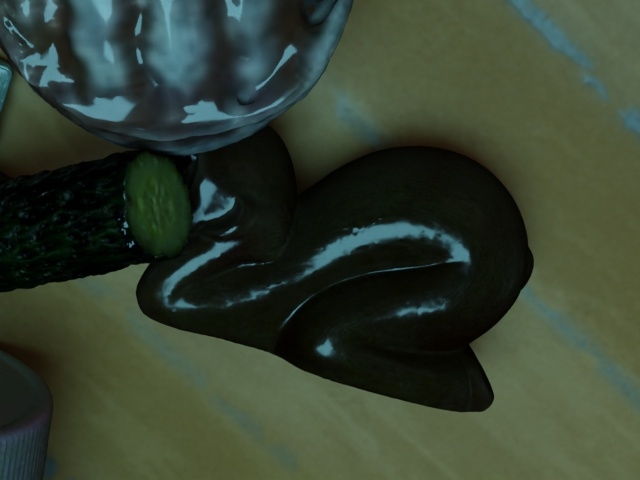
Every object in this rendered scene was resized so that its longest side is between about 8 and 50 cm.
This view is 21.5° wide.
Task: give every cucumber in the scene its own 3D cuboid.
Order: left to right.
[{"bbox_3d":[-0.208,0.006,0.957,0.293,0.067,0.068,-12,113,28],"label":"cucumber"}]

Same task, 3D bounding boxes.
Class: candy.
[{"bbox_3d":[-0.086,-0.187,0.869,0.214,0.157,0.290,-12,95,-4],"label":"candy"}]

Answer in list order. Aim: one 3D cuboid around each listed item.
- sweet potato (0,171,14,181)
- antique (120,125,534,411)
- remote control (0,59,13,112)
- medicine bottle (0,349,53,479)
[{"bbox_3d":[-0.310,-0.034,1.016,0.273,0.075,0.075,9,113,-4],"label":"sweet potato"},{"bbox_3d":[0.000,0.000,0.989,0.256,0.121,0.143,17,103,-4],"label":"antique"},{"bbox_3d":[-0.267,-0.105,1.005,0.162,0.029,0.061,19,115,-10],"label":"remote control"},{"bbox_3d":[-0.285,0.220,1.029,0.241,0.241,0.302,12,104,-2],"label":"medicine bottle"}]
